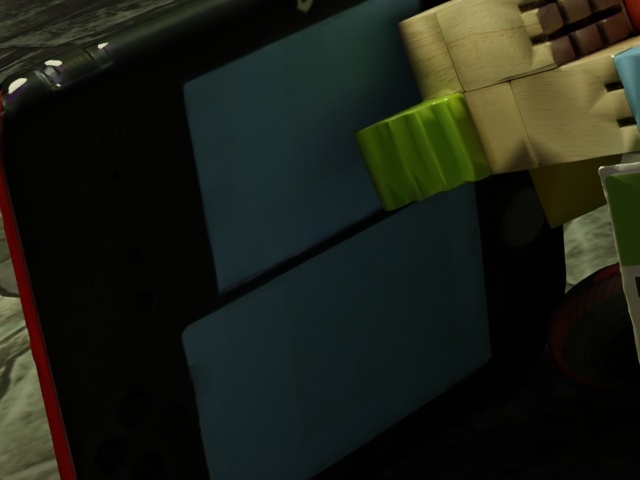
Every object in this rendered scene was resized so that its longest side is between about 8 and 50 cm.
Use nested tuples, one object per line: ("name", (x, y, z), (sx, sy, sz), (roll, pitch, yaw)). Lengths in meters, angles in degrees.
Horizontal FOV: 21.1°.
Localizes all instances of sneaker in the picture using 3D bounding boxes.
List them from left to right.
("sneaker", (0.255, 0.066, 1.014), (0.276, 0.098, 0.135), (0, 23, 28))

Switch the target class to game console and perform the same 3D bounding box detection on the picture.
("game console", (0.000, 0.000, 1.001), (0.386, 0.342, 0.060), (-29, 40, -32))

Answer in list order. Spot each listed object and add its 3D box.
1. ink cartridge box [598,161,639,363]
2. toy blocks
("ink cartridge box", (0.254, 0.046, 0.846), (0.188, 0.255, 0.097), (-6, 28, 19))
("toy blocks", (0.230, -0.135, 0.900), (0.381, 0.191, 0.261), (-24, 7, -23))
